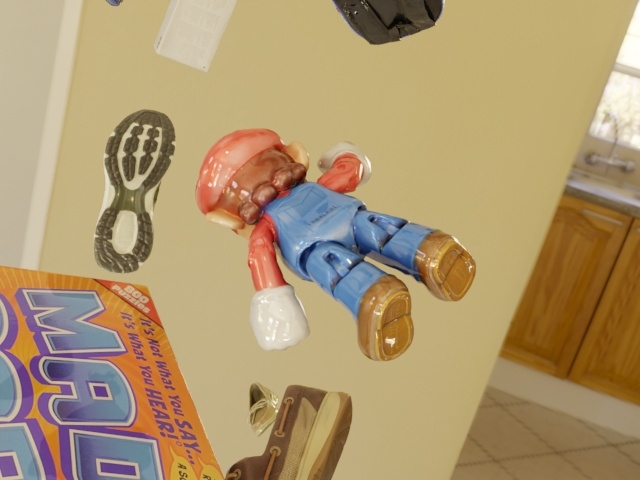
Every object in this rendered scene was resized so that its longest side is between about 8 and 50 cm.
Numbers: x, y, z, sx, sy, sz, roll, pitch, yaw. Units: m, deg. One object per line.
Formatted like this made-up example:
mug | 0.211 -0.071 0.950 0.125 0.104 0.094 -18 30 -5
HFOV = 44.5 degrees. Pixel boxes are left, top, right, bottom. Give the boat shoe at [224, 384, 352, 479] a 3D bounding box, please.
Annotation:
boat shoe | -0.069 0.332 1.024 0.123 0.123 0.342 15 52 17

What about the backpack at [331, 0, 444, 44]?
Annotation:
backpack | 0.129 -0.539 1.574 0.277 0.263 0.213 -5 44 30

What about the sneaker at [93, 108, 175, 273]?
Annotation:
sneaker | -0.448 -0.112 1.856 0.158 0.410 0.182 14 -14 -12

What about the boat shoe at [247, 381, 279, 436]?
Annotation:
boat shoe | -0.100 0.274 1.285 0.048 0.056 0.153 44 7 -7

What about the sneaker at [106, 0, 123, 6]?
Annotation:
sneaker | -0.363 -0.547 1.474 0.087 0.221 0.083 17 26 -5

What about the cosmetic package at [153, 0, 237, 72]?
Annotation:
cosmetic package | -0.200 -0.424 1.364 0.099 0.239 0.060 18 22 -26

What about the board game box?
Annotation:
board game box | -0.367 0.270 0.833 0.357 0.356 0.356 12 32 -40

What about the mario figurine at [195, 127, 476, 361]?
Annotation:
mario figurine | 0.000 0.000 0.788 0.198 0.170 0.321 -7 31 -41
